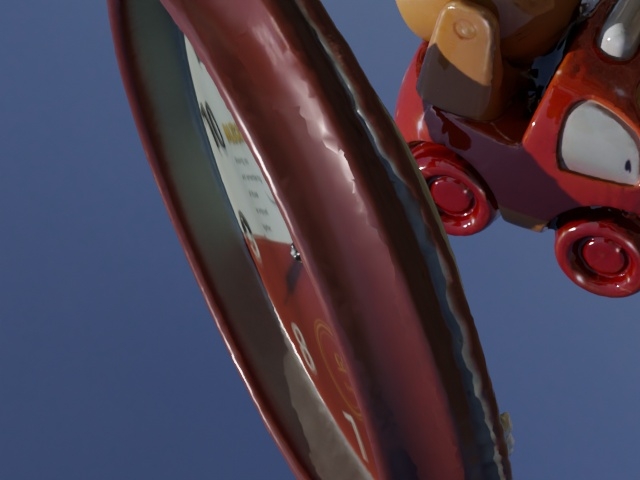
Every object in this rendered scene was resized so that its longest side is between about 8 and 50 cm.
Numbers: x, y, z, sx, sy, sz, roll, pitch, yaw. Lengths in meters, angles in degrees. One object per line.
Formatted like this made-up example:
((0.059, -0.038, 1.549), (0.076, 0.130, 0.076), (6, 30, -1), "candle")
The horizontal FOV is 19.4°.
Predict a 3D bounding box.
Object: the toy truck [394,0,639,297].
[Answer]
((0.170, -0.119, 1.283), (0.265, 0.239, 0.189), (20, -132, 14), "toy truck")

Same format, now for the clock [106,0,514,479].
((0.000, 0.000, 0.814), (0.318, 0.080, 0.318), (62, 168, 23), "clock")
